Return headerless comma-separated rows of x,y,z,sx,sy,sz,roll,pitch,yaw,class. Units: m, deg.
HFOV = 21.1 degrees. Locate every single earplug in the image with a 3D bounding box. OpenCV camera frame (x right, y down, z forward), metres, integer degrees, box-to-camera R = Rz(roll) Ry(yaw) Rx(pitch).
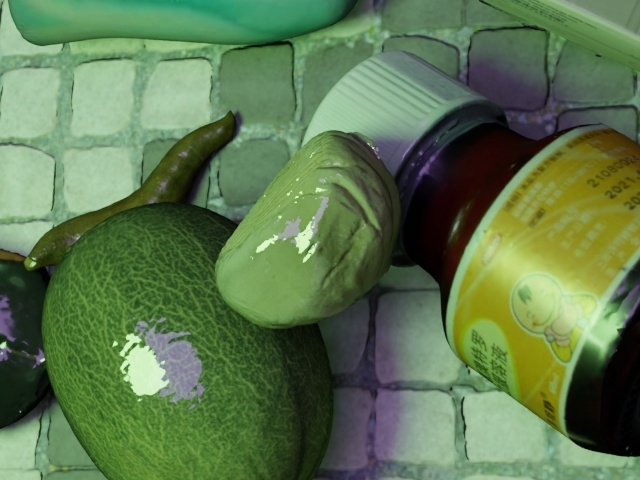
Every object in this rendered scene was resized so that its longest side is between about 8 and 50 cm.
-0.119,-0.263,1.641,0.324,0.185,0.185,7,81,15,earplug

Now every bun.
0.000,0.000,1.395,0.113,0.173,0.166,39,58,-11,bun

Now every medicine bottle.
0.169,-0.002,1.465,0.395,0.242,0.242,34,91,36,medicine bottle

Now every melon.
-0.114,0.113,1.523,0.237,0.237,0.301,-34,72,9,melon

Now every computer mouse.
-0.399,0.075,1.691,0.323,0.116,0.183,16,89,20,computer mouse

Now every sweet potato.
-0.172,-0.032,1.669,0.249,0.059,0.069,-36,91,-3,sweet potato

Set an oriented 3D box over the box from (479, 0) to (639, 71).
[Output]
0.282,-0.289,1.518,0.203,0.106,0.251,26,84,4,box
